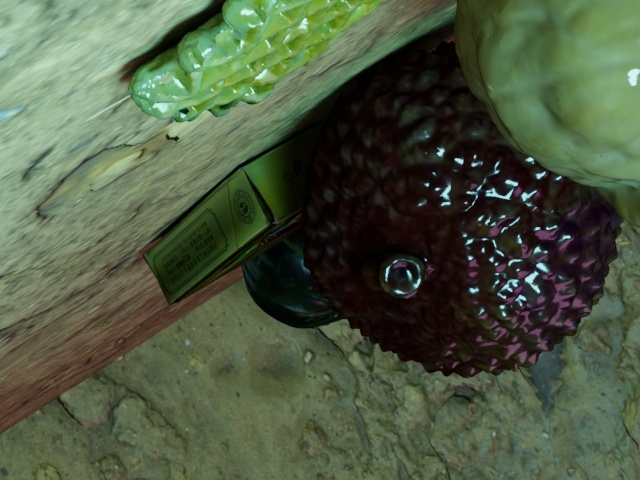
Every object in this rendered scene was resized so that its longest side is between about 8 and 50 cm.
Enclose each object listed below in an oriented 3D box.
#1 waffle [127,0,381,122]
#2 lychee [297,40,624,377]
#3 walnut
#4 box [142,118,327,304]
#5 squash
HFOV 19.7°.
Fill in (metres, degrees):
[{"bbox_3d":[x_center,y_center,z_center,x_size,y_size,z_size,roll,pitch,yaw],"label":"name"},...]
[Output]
[{"bbox_3d":[-0.018,-0.121,0.990,0.183,0.036,0.169,-35,175,13],"label":"waffle"},{"bbox_3d":[0.130,-0.029,1.628,0.306,0.306,0.330,-35,-179,43],"label":"lychee"},{"bbox_3d":[0.238,-0.145,1.174,0.296,0.285,0.285,5,173,-5],"label":"walnut"},{"bbox_3d":[-0.061,-0.031,1.824,0.159,0.071,0.240,-29,175,-35],"label":"box"},{"bbox_3d":[0.005,0.003,2.108,0.218,0.172,0.218,-26,172,-4],"label":"squash"}]
